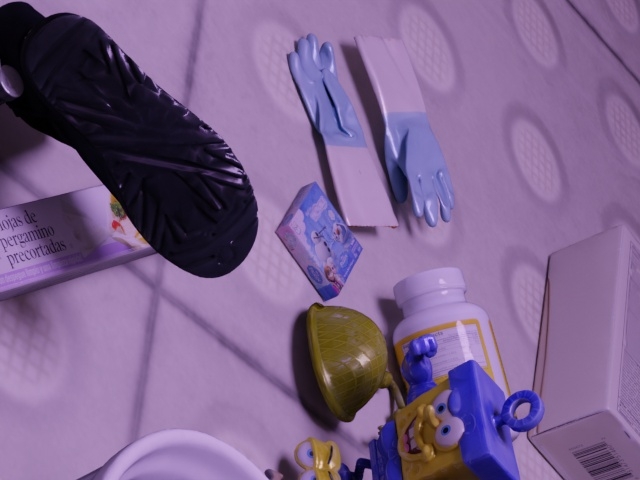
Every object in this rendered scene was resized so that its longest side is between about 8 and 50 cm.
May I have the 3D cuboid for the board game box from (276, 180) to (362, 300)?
[{"bbox_3d":[0.000,0.000,1.869,0.090,0.020,0.090,54,32,-17],"label":"board game box"}]

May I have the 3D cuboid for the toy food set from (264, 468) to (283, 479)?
[{"bbox_3d":[-0.048,0.232,1.595,0.078,0.019,0.122,22,32,-31],"label":"toy food set"}]

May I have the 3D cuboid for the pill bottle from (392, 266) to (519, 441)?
[{"bbox_3d":[0.132,0.126,1.905,0.103,0.103,0.184,11,61,-55],"label":"pill bottle"}]

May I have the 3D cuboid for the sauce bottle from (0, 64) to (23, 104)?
[{"bbox_3d":[-0.276,-0.095,1.396,0.042,0.128,0.042,33,44,-40],"label":"sauce bottle"}]

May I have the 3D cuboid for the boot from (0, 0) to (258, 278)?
[{"bbox_3d":[-0.162,-0.087,1.483,0.246,0.094,0.207,49,-8,-19],"label":"boot"}]

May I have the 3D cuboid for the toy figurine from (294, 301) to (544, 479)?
[{"bbox_3d":[0.118,0.180,1.692,0.191,0.217,0.363,39,32,-35],"label":"toy figurine"}]

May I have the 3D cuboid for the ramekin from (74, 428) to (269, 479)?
[{"bbox_3d":[-0.121,0.288,1.365,0.277,0.135,0.277,36,42,-41],"label":"ramekin"}]

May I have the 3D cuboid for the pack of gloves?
[{"bbox_3d":[0.048,-0.112,2.021,0.195,0.046,0.232,-1,67,-46],"label":"pack of gloves"}]

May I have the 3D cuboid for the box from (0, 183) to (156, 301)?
[{"bbox_3d":[-0.203,-0.003,1.509,0.324,0.067,0.063,-19,84,-59],"label":"box"}]

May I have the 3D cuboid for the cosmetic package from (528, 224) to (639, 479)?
[{"bbox_3d":[0.343,0.149,2.212,0.160,0.113,0.309,49,34,-27],"label":"cosmetic package"}]
